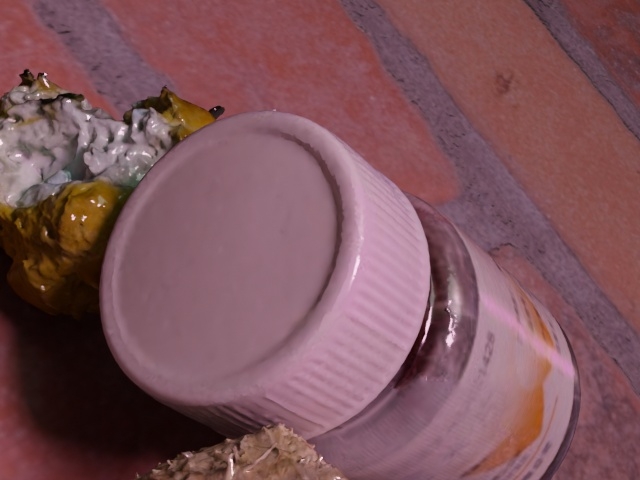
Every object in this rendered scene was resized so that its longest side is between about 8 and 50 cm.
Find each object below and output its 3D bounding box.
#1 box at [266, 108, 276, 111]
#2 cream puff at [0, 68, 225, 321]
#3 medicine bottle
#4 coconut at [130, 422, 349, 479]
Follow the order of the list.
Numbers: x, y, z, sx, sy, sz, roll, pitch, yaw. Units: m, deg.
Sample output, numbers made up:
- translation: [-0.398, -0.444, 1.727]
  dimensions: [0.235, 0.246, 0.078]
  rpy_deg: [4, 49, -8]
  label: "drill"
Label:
- translation: [0.000, 0.000, 0.881]
  dimensions: [0.050, 0.041, 0.207]
  rpy_deg: [-20, 71, -50]
  label: "box"
- translation: [-0.130, -0.022, 0.705]
  dimensions: [0.156, 0.121, 0.156]
  rpy_deg: [-4, 54, 5]
  label: "cream puff"
- translation: [0.022, 0.055, 0.682]
  dimensions: [0.273, 0.165, 0.165]
  rpy_deg: [35, 32, -52]
  label: "medicine bottle"
- translation: [-0.041, 0.180, 0.553]
  dimensions: [0.194, 0.194, 0.194]
  rpy_deg: [28, 40, -26]
  label: "coconut"
